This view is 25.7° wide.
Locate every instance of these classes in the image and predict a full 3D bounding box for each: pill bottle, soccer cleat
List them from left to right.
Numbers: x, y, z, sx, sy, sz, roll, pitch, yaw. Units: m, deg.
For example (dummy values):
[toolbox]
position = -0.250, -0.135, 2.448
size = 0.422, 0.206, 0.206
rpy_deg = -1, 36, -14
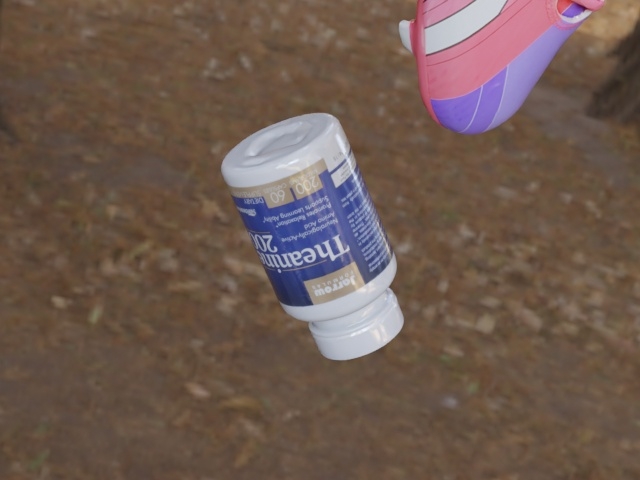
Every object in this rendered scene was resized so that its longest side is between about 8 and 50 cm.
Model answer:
[pill bottle]
position = 0.000, 0.000, 0.733
size = 0.067, 0.120, 0.067
rpy_deg = -20, 22, 8
[soccer cleat]
position = 0.103, -0.147, 0.493
size = 0.095, 0.248, 0.083
rpy_deg = 26, 16, 27
